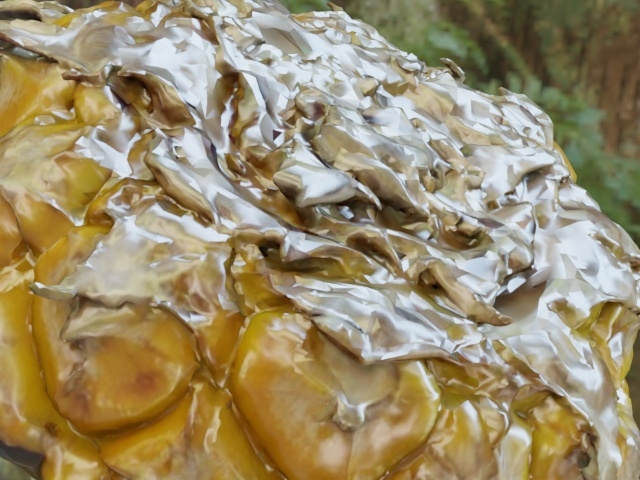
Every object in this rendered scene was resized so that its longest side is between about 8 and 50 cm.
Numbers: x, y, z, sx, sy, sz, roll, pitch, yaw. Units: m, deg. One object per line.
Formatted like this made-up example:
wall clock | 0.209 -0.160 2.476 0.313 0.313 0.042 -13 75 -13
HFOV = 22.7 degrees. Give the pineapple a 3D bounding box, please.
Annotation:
pineapple | 0.000 0.000 0.383 0.225 0.076 0.225 22 30 -14
